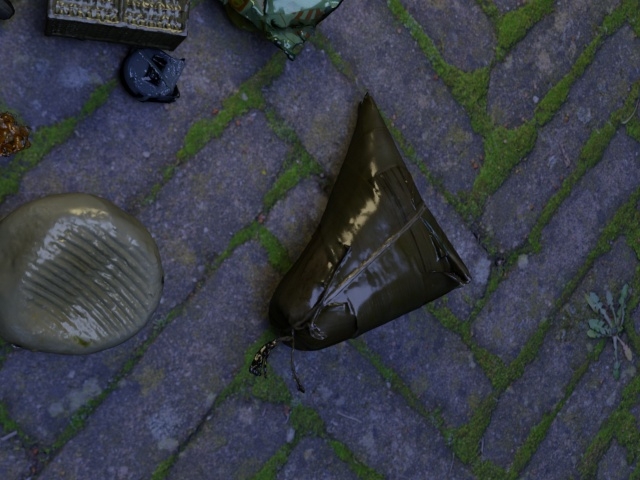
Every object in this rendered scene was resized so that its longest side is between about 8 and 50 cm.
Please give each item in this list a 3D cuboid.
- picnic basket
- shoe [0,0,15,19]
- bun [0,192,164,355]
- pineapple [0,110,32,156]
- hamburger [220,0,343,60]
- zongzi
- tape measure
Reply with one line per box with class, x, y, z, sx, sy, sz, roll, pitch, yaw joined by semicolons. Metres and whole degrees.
picnic basket;-0.295;-0.354;1.258;0.197;0.154;0.134;2;88;-20
shoe;-0.519;-0.359;1.194;0.194;0.074;0.077;37;98;-30
bun;-0.367;0.041;1.260;0.259;0.160;0.259;-12;116;-26
pineapple;-0.476;-0.163;1.239;0.114;0.077;0.114;65;29;-6
hamburger;-0.072;-0.410;1.420;0.214;0.125;0.235;-23;101;-22
zongzi;0.000;0.000;1.483;0.447;0.181;0.418;-24;90;-24
tape measure;-0.263;-0.257;1.355;0.094;0.054;0.091;13;81;-33
